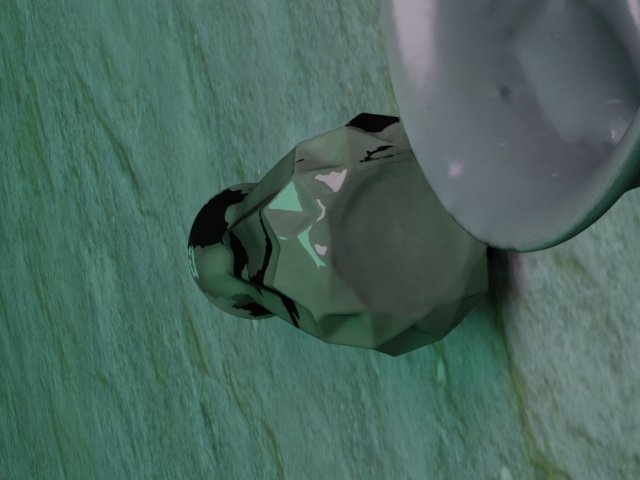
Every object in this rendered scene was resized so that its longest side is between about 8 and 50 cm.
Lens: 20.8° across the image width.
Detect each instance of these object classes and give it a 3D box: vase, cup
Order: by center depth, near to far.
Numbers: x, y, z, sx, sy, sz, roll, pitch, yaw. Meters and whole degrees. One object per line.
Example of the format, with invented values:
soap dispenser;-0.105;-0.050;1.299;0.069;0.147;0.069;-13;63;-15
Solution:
cup;0.157;-0.169;0.794;0.347;0.163;0.347;178;90;-72
vase;0.000;0.000;1.285;0.360;0.165;0.165;174;88;-72
